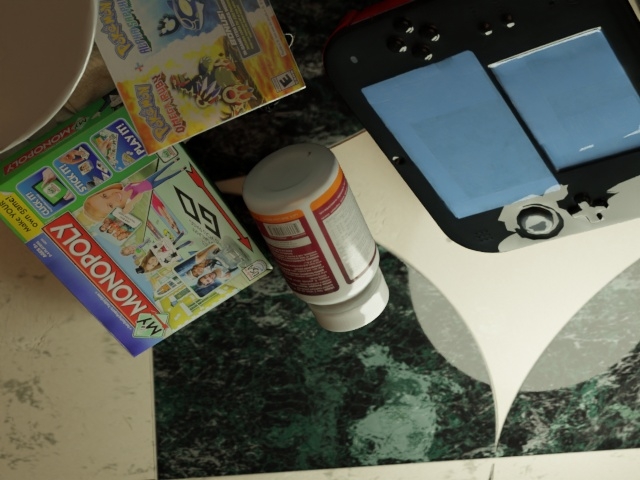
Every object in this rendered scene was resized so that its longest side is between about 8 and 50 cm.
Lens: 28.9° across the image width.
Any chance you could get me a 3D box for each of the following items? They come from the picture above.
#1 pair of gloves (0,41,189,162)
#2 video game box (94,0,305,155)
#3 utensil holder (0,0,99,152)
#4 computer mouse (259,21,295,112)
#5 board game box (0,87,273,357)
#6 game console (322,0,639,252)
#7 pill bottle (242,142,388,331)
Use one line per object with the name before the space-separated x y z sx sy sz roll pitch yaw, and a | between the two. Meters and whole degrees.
pair of gloves | -0.287 -0.117 1.426 0.240 0.042 0.204 -36 123 15
video game box | -0.140 -0.219 1.315 0.187 0.048 0.205 -24 99 2
utensil holder | -0.346 -0.288 1.083 0.328 0.385 0.327 -4 125 -6
computer mouse | -0.125 -0.209 1.387 0.193 0.042 0.106 11 124 -17
board game box | -0.221 -0.017 1.468 0.213 0.046 0.317 -33 131 3
game console | 0.223 -0.142 1.399 0.342 0.060 0.386 -12 133 35
pill bottle | 0.000 0.000 1.509 0.121 0.121 0.221 -22 126 6
